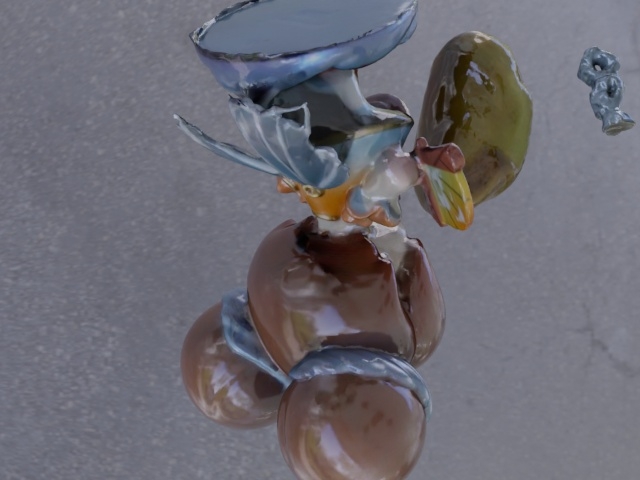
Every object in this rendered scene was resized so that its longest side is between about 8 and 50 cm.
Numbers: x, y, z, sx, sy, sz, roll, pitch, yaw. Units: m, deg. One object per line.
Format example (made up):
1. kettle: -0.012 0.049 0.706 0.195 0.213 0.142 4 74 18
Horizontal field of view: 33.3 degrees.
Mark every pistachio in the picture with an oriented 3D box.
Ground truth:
1. pistachio: 0.145 -0.108 1.046 0.100 0.110 0.189 3 100 -20

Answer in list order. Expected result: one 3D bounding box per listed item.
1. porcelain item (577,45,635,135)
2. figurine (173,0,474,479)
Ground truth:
1. porcelain item: 0.242 -0.129 0.907 0.028 0.036 0.083 57 19 -62
2. figurine: 0.002 0.000 0.923 0.248 0.276 0.388 -28 123 -28
